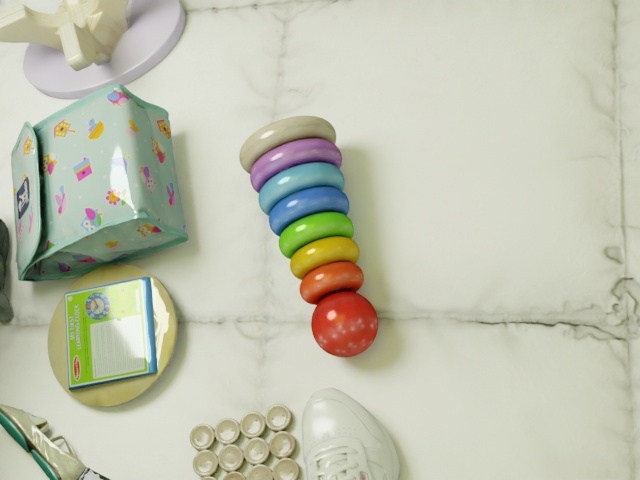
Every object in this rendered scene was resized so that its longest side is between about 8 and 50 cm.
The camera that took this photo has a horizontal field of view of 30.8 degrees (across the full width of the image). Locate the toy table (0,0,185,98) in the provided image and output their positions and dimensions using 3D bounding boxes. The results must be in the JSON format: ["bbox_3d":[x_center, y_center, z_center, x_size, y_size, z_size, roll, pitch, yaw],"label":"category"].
[{"bbox_3d":[-0.366,-0.344,1.801,0.274,0.161,0.252,-33,64,3],"label":"toy table"}]

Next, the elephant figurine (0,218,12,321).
[{"bbox_3d":[-0.597,0.020,1.733,0.240,0.169,0.186,-10,52,6],"label":"elephant figurine"}]

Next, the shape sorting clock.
[{"bbox_3d":[-0.297,0.135,1.660,0.206,0.040,0.206,-5,72,15],"label":"shape sorting clock"}]

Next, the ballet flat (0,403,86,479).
[{"bbox_3d":[-0.391,0.282,1.633,0.052,0.057,0.168,-35,64,-30],"label":"ballet flat"}]

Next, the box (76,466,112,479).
[{"bbox_3d":[-0.264,0.404,1.503,0.180,0.077,0.147,23,62,21],"label":"box"}]

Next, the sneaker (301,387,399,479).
[{"bbox_3d":[0.041,0.316,1.430,0.114,0.152,0.305,-22,64,10],"label":"sneaker"}]

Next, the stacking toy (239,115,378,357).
[{"bbox_3d":[0.000,0.000,1.582,0.141,0.141,0.330,-22,70,7],"label":"stacking toy"}]

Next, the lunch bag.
[{"bbox_3d":[-0.347,-0.073,1.695,0.262,0.160,0.223,-18,68,21],"label":"lunch bag"}]

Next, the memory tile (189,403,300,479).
[{"bbox_3d":[-0.102,0.288,1.559,0.148,0.012,0.113,-15,66,10],"label":"memory tile"}]
